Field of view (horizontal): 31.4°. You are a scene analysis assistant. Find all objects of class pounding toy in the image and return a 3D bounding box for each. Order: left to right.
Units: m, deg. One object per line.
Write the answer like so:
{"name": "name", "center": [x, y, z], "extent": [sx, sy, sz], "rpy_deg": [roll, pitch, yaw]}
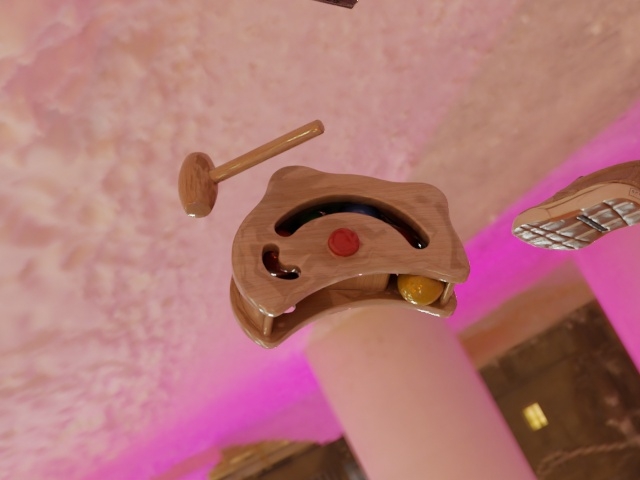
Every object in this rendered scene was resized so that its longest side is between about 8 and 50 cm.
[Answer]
{"name": "pounding toy", "center": [0.000, 0.000, 1.006], "extent": [0.269, 0.154, 0.155], "rpy_deg": [7, 148, -2]}

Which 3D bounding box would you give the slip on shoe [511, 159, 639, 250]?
{"name": "slip on shoe", "center": [0.201, -0.028, 0.874], "extent": [0.051, 0.041, 0.135], "rpy_deg": [28, 155, -19]}

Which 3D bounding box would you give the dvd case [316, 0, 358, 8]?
{"name": "dvd case", "center": [-0.073, -0.311, 1.105], "extent": [0.018, 0.221, 0.164], "rpy_deg": [-47, 161, 24]}
